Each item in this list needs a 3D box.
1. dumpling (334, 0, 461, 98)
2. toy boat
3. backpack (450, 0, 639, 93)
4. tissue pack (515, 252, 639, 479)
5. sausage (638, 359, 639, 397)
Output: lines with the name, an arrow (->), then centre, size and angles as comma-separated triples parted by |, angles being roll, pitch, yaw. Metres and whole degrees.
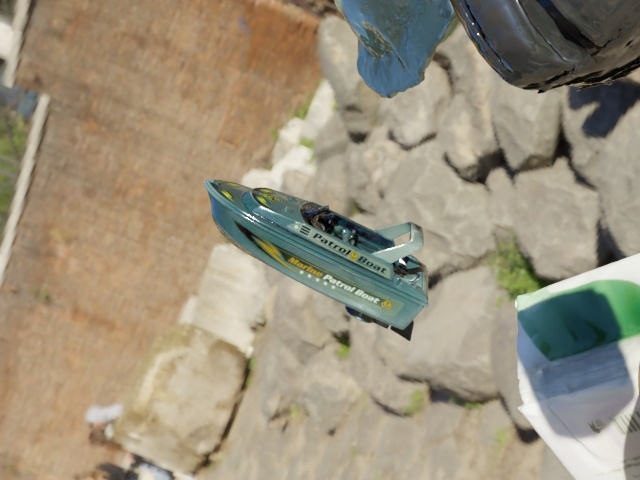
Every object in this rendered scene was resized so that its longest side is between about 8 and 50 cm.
dumpling -> 0.048, -0.210, 0.834 | 0.152, 0.108, 0.219 | -38, 41, 29
toy boat -> 0.000, 0.000, 1.029 | 0.103, 0.246, 0.093 | -62, 4, 20
backpack -> 0.095, -0.143, 0.440 | 0.120, 0.106, 0.165 | -32, 74, 55
tissue pack -> 0.418, 0.141, 1.167 | 0.356, 0.266, 0.194 | -23, 34, 28
sausage -> 0.287, 0.018, 0.739 | 0.086, 0.086, 0.289 | -78, -5, -50
